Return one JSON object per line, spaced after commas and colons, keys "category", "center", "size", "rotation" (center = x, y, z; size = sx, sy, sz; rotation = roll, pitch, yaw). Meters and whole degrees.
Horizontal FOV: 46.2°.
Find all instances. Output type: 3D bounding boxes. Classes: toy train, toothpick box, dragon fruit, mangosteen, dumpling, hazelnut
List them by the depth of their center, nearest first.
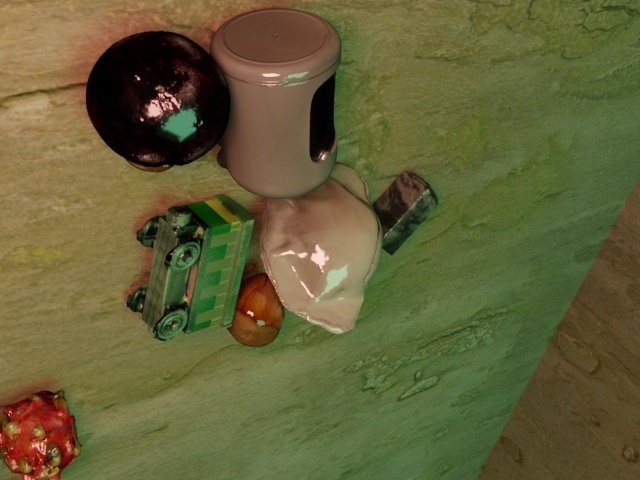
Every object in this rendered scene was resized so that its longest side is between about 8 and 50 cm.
{"category": "mangosteen", "center": [-0.243, -0.199, 1.148], "size": [0.211, 0.211, 0.250], "rotation": [-37, 172, -13]}
{"category": "toothpick box", "center": [-0.082, -0.210, 1.282], "size": [0.229, 0.229, 0.316], "rotation": [-27, 141, -25]}
{"category": "dragon fruit", "center": [-0.518, 0.372, 1.399], "size": [0.160, 0.172, 0.167], "rotation": [15, 111, -50]}
{"category": "toy train", "center": [-0.247, 0.055, 1.427], "size": [0.202, 0.120, 0.301], "rotation": [-16, 133, -40]}
{"category": "dumpling", "center": [0.001, -0.003, 1.522], "size": [0.260, 0.181, 0.341], "rotation": [20, 86, -26]}
{"category": "hazelnut", "center": [-0.136, 0.147, 1.604], "size": [0.150, 0.150, 0.150], "rotation": [-26, 139, -26]}

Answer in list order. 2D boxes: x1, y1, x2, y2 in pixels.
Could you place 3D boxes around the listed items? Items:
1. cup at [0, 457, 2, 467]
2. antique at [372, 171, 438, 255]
{"category": "cup", "center": [-0.639, 0.392, 1.377], "size": [0.078, 0.077, 0.100], "rotation": [-45, 143, -3]}
{"category": "antique", "center": [0.187, -0.068, 1.770], "size": [0.183, 0.088, 0.086], "rotation": [-47, 145, 1]}
